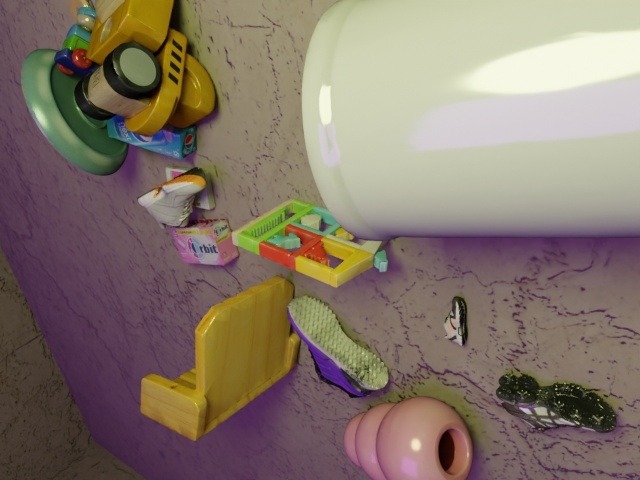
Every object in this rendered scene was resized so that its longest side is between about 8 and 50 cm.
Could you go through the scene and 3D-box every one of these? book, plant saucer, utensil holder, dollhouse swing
[{"bbox_3d":[-0.341,-0.139,1.223,0.144,0.035,0.096,14,122,32],"label":"book"},{"bbox_3d":[-0.569,-0.314,1.138,0.043,0.317,0.318,-19,104,14],"label":"plant saucer"},{"bbox_3d":[0.223,-0.159,0.545,0.385,0.327,0.328,2,116,37],"label":"utensil holder"},{"bbox_3d":[-0.255,0.249,1.175,0.315,0.346,0.305,5,109,38],"label":"dollhouse swing"}]

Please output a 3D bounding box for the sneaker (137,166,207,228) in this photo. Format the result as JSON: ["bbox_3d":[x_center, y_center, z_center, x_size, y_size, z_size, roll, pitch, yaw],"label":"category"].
[{"bbox_3d":[-0.349,-0.098,1.181,0.262,0.099,0.121,-12,114,46],"label":"sneaker"}]

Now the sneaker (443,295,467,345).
[{"bbox_3d":[0.257,0.155,0.906,0.043,0.040,0.109,12,122,36],"label":"sneaker"}]

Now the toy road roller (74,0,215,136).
[{"bbox_3d":[-0.352,-0.382,1.004,0.202,0.240,0.330,-9,72,42],"label":"toy road roller"}]

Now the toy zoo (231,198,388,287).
[{"bbox_3d":[0.000,0.000,0.914,0.293,0.192,0.030,20,127,30],"label":"toy zoo"}]

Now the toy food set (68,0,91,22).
[{"bbox_3d":[-0.598,-0.578,1.174,0.083,0.020,0.083,32,131,21],"label":"toy food set"}]

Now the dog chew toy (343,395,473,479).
[{"bbox_3d":[0.173,0.456,1.056,0.331,0.206,0.207,-24,99,53],"label":"dog chew toy"}]

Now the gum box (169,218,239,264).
[{"bbox_3d":[-0.317,0.003,1.265,0.188,0.062,0.107,0,115,39],"label":"gum box"}]

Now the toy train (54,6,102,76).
[{"bbox_3d":[-0.474,-0.419,1.111,0.105,0.248,0.144,6,79,42],"label":"toy train"}]

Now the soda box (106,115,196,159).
[{"bbox_3d":[-0.409,-0.266,1.140,0.210,0.071,0.067,18,127,12],"label":"soda box"}]

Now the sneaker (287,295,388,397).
[{"bbox_3d":[0.013,0.271,1.132,0.293,0.102,0.146,44,135,9],"label":"sneaker"}]

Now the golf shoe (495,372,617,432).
[{"bbox_3d":[0.423,0.305,0.848,0.198,0.077,0.094,10,132,43],"label":"golf shoe"}]
